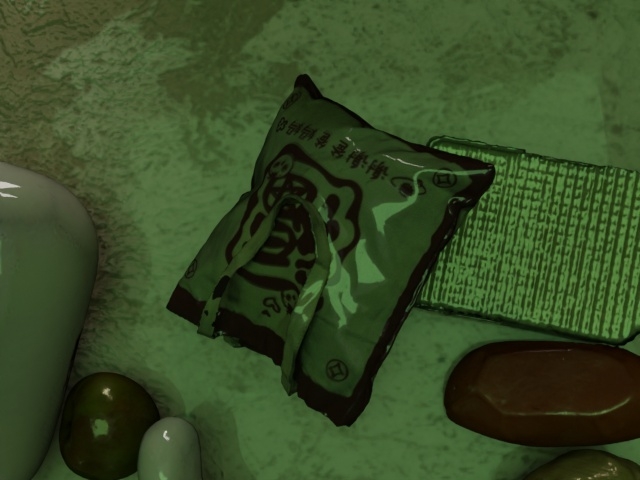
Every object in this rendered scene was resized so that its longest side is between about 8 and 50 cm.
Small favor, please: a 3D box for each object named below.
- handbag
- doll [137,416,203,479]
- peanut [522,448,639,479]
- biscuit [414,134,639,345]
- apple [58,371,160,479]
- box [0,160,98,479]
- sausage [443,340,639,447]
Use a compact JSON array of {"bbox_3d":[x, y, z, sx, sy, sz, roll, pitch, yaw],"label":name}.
[{"bbox_3d":[0.000,0.000,0.688,0.213,0.127,0.235,31,92,31],"label":"handbag"},{"bbox_3d":[-0.047,0.367,0.615,0.376,0.187,0.365,26,79,27],"label":"doll"},{"bbox_3d":[0.207,0.240,0.661,0.141,0.109,0.159,5,95,-26],"label":"peanut"},{"bbox_3d":[0.199,0.004,0.716,0.253,0.052,0.150,10,89,7],"label":"biscuit"},{"bbox_3d":[-0.177,0.153,0.713,0.075,0.090,0.089,2,82,-39],"label":"apple"},{"bbox_3d":[-0.368,0.053,0.681,0.349,0.141,0.288,15,93,-8],"label":"box"},{"bbox_3d":[0.187,0.122,0.690,0.179,0.089,0.089,-3,84,13],"label":"sausage"}]
